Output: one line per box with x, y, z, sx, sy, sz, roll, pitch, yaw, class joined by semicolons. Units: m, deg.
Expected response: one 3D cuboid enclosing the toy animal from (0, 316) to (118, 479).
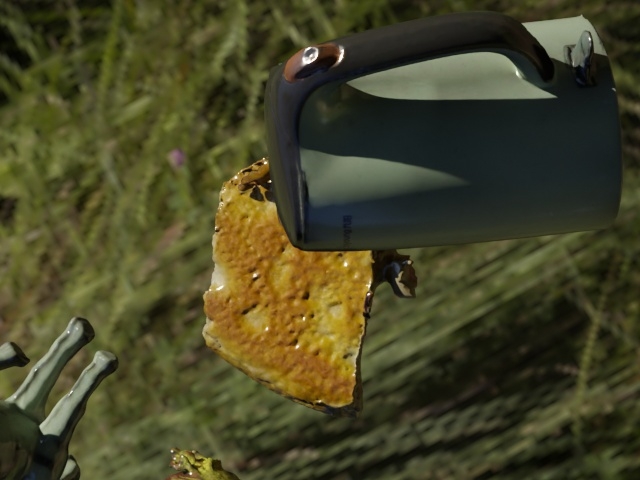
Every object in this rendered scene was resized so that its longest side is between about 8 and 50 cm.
-0.214;0.130;1.286;0.090;0.170;0.255;41;177;37;toy animal

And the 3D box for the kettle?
0.086;-0.091;1.341;0.240;0.255;0.165;92;172;-60;kettle

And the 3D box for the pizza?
0.000;0.000;1.574;0.071;0.189;0.297;-35;-38;-68;pizza

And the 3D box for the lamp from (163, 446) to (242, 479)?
-0.089;0.269;1.501;0.157;0.135;0.156;56;-138;-46;lamp
